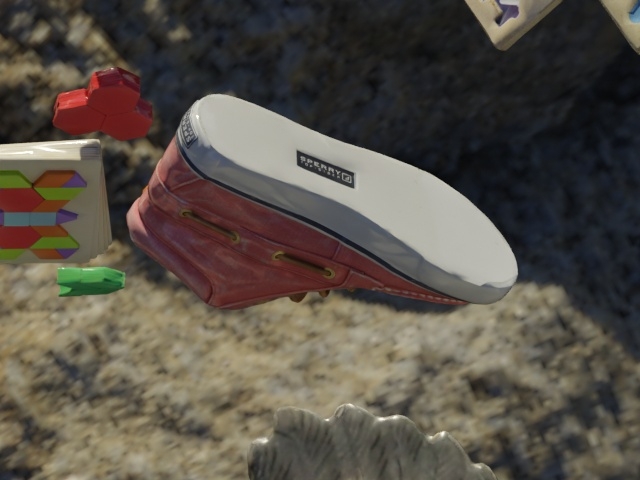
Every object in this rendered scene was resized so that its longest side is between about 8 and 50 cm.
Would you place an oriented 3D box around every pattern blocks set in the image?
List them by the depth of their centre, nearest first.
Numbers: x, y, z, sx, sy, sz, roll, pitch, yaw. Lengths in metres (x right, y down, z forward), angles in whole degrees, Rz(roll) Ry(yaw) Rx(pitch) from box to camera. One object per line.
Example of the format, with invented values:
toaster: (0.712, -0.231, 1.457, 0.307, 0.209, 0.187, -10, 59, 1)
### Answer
pattern blocks set: (-0.251, -0.029, 1.564, 0.285, 0.325, 0.026, -8, 60, 2)

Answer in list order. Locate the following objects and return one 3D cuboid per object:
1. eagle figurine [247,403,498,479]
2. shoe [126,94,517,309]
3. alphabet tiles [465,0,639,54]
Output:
eagle figurine: (0.008, 0.235, 0.648, 0.225, 0.226, 0.298, -12, 104, 0)
shoe: (0.000, 0.000, 0.868, 0.178, 0.081, 0.063, 24, 39, -19)
alphabet tiles: (0.178, -0.264, 0.925, 0.011, 0.342, 0.285, 23, 33, -51)
